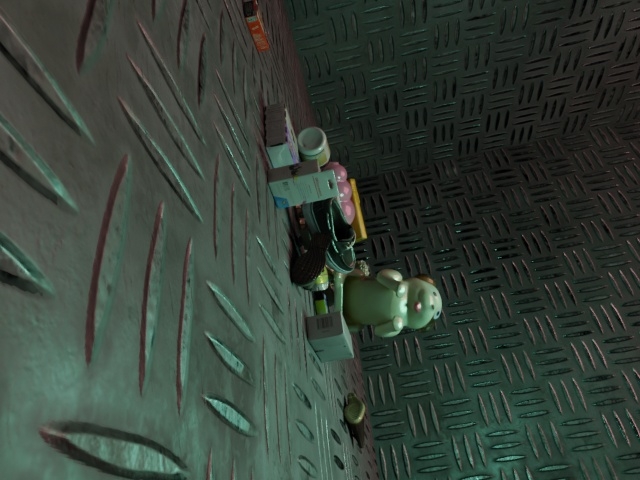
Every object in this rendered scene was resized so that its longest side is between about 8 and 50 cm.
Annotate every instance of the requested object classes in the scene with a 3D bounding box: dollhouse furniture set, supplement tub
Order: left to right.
[{"bbox_3d":[-0.045,-0.062,1.599,0.184,0.130,0.128,-38,120,-50],"label":"dollhouse furniture set"},{"bbox_3d":[-0.032,-0.434,2.174,0.199,0.145,0.144,63,17,-71],"label":"supplement tub"}]

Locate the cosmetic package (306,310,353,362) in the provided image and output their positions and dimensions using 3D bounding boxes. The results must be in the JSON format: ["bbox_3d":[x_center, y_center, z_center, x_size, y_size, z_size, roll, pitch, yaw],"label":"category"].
[{"bbox_3d":[0.034,0.317,1.481,0.231,0.118,0.085,68,12,-54],"label":"cosmetic package"}]

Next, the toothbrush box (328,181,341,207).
[{"bbox_3d":[0.020,-0.134,2.025,0.283,0.122,0.206,-113,-171,-77],"label":"toothbrush box"}]

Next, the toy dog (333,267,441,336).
[{"bbox_3d":[0.262,0.253,1.787,0.395,0.409,0.284,61,31,-76],"label":"toy dog"}]

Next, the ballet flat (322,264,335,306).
[{"bbox_3d":[0.030,0.155,1.935,0.086,0.086,0.248,-62,140,-81],"label":"ballet flat"}]

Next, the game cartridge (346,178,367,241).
[{"bbox_3d":[0.105,-0.130,2.432,0.053,0.285,0.323,1,75,-43],"label":"game cartridge"}]

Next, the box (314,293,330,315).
[{"bbox_3d":[0.016,0.296,1.698,0.109,0.043,0.178,65,15,-71],"label":"box"}]

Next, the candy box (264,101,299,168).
[{"bbox_3d":[-0.118,-0.301,1.425,0.164,0.070,0.196,71,10,-53],"label":"candy box"}]

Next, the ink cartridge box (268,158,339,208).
[{"bbox_3d":[-0.047,-0.162,1.287,0.104,0.182,0.061,73,8,-47],"label":"ink cartridge box"}]

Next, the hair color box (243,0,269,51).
[{"bbox_3d":[-0.205,-0.692,1.480,0.141,0.043,0.071,64,17,-66],"label":"hair color box"}]

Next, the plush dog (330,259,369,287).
[{"bbox_3d":[0.060,0.097,2.088,0.262,0.211,0.225,41,-12,51],"label":"plush dog"}]

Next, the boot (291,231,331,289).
[{"bbox_3d":[-0.028,0.100,1.423,0.246,0.084,0.161,-62,167,-51],"label":"boot"}]

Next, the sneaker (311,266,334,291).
[{"bbox_3d":[-0.001,0.118,1.706,0.208,0.082,0.094,-71,147,-78],"label":"sneaker"}]

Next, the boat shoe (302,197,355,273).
[{"bbox_3d":[0.056,-0.007,1.522,0.335,0.119,0.121,58,46,-37],"label":"boat shoe"}]

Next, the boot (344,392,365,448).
[{"bbox_3d":[0.163,0.784,1.940,0.248,0.090,0.206,-77,153,-85],"label":"boot"}]

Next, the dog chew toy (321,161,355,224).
[{"bbox_3d":[0.068,-0.221,2.259,0.206,0.207,0.331,-80,169,-75],"label":"dog chew toy"}]
